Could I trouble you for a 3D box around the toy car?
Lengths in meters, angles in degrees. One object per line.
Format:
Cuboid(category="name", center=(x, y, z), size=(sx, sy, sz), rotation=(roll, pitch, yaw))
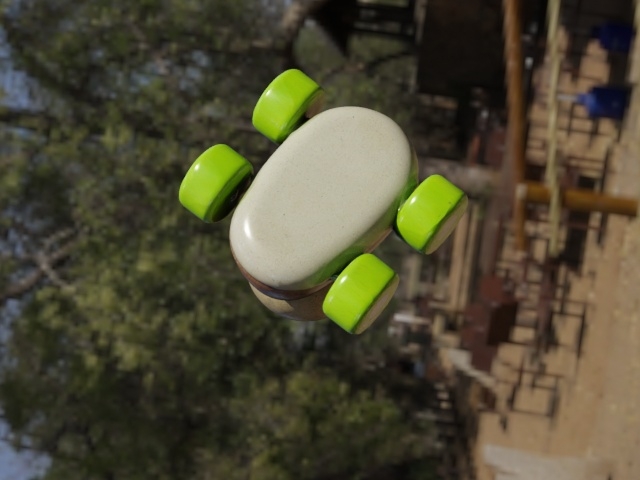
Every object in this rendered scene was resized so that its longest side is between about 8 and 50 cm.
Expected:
Cuboid(category="toy car", center=(0.000, 0.000, 1.031), size=(0.149, 0.155, 0.188), rotation=(-48, -15, -19))
